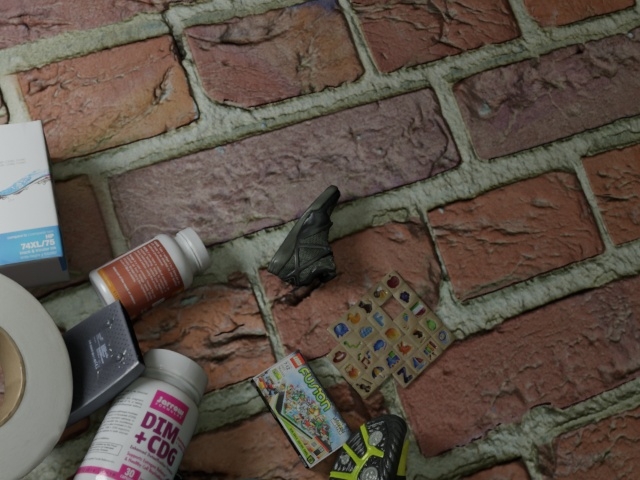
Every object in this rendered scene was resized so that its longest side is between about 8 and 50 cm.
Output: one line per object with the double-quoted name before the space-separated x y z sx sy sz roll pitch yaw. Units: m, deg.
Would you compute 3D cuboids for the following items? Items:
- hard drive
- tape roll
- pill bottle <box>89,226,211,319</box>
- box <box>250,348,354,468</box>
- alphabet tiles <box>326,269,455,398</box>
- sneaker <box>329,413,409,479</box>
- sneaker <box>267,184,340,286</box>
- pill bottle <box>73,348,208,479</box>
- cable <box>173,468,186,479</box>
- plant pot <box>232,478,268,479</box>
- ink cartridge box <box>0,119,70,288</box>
"hard drive" -0.437 0.241 1.671 0.255 0.054 0.172 -35 51 7
"tape roll" -0.590 0.225 1.486 0.392 0.072 0.392 24 52 -36
"pill bottle" -0.327 0.064 1.784 0.216 0.121 0.121 -30 82 -18
"box" -0.035 0.332 1.812 0.114 0.036 0.207 -32 82 -19
"alphabet tiles" 0.135 0.207 1.900 0.237 0.009 0.198 -41 86 -19
"sneaker" 0.099 0.523 1.747 0.147 0.145 0.384 31 68 -38
"sneaker" 0.000 0.000 1.893 0.130 0.087 0.227 33 73 -3
"pill bottle" -0.316 0.349 1.657 0.160 0.160 0.283 24 54 -4
"cable" -0.332 0.468 1.710 0.185 0.047 0.150 -3 67 -17
"plant pot" -0.200 0.560 1.611 0.195 0.290 0.290 -1 71 25
"ink cartridge box" -0.595 -0.057 1.722 0.197 0.198 0.270 -10 77 -14
